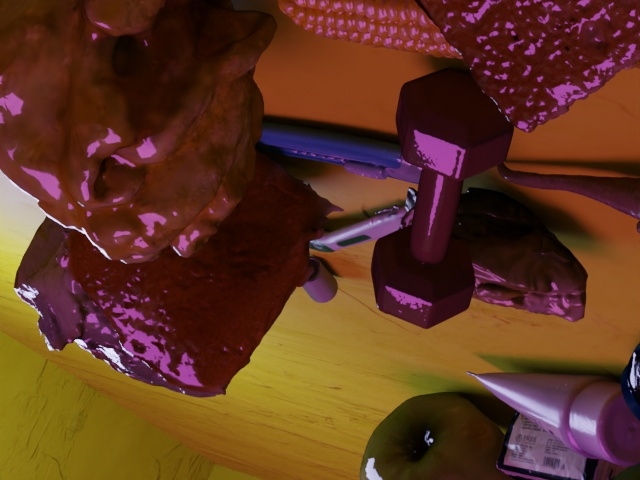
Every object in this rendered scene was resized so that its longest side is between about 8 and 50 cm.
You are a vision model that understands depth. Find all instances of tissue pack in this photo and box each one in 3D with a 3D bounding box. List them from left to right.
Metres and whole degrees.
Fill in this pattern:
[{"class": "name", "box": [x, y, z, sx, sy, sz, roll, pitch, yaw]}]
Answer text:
[{"class": "tissue pack", "box": [0.323, 0.279, 1.854, 0.090, 0.103, 0.170, 27, 166, -37]}]

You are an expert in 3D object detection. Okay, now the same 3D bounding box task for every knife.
[{"class": "knife", "box": [0.022, -0.078, 1.298, 0.222, 0.031, 0.064, 13, 165, 34]}]

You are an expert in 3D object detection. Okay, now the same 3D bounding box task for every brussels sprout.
[{"class": "brussels sprout", "box": [0.158, 0.014, 1.287, 0.181, 0.100, 0.139, 12, 168, 2]}]

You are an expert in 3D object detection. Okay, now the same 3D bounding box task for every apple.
[{"class": "apple", "box": [0.182, 0.346, 2.021, 0.279, 0.279, 0.279, 22, 163, 7]}]

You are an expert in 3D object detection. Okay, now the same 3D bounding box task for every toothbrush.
[{"class": "toothbrush", "box": [0.002, -0.005, 1.560, 0.042, 0.040, 0.418, 28, 159, -23]}]

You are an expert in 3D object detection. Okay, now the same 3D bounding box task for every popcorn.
[{"class": "popcorn", "box": [-0.151, -0.111, 1.094, 0.242, 0.235, 0.250, 10, 141, 45]}]

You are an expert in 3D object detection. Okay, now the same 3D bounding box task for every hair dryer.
[{"class": "hair dryer", "box": [-0.040, 0.032, 1.734, 0.124, 0.038, 0.063, 23, 164, 30]}]

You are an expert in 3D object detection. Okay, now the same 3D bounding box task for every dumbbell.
[{"class": "dumbbell", "box": [0.092, -0.029, 1.126, 0.082, 0.092, 0.231, 1, 136, -7]}]

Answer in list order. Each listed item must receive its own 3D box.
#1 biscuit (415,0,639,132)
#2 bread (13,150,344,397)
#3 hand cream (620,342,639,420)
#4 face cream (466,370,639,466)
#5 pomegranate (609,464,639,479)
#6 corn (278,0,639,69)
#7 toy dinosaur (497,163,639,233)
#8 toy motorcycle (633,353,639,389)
[{"class": "biscuit", "box": [0.086, -0.181, 0.771, 0.237, 0.026, 0.131, 52, 131, 0]}, {"class": "bread", "box": [-0.157, 0.011, 1.417, 0.250, 0.279, 0.225, 29, -177, -17]}, {"class": "hand cream", "box": [0.358, 0.129, 1.396, 0.120, 0.061, 0.270, 59, 170, 14]}, {"class": "face cream", "box": [0.298, 0.201, 1.696, 0.154, 0.096, 0.274, 19, 176, -22]}, {"class": "pomegranate", "box": [0.466, 0.343, 1.626, 0.285, 0.285, 0.341, 16, -159, 25]}, {"class": "corn", "box": [0.086, -0.155, 0.863, 0.244, 0.093, 0.093, 15, 161, 28]}, {"class": "toy dinosaur", "box": [0.260, -0.018, 1.093, 0.251, 0.072, 0.200, 12, 174, 4]}, {"class": "toy motorcycle", "box": [0.357, 0.106, 1.092, 0.401, 0.134, 0.207, 3, 177, -44]}]
